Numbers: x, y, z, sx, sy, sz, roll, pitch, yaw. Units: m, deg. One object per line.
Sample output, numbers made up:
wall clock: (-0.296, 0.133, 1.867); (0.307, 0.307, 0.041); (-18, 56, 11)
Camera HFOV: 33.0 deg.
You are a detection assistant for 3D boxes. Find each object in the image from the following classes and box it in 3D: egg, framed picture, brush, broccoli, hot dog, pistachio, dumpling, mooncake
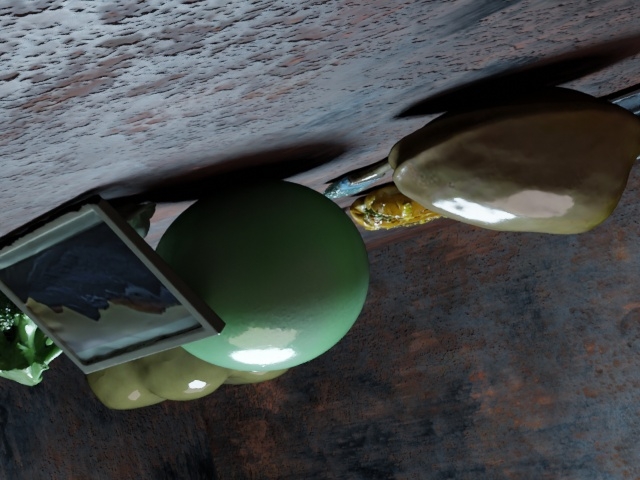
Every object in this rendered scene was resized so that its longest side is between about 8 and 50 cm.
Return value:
egg: (-0.069, 0.039, 1.238); (0.269, 0.220, 0.220); (-1, 167, -41)
framed picture: (-0.244, 0.055, 1.154); (0.265, 0.192, 0.018); (-20, -152, 45)
brush: (0.076, -0.091, 1.418); (0.070, 0.021, 0.196); (-15, 176, -35)
broccoli: (-0.373, 0.095, 1.360); (0.195, 0.156, 0.195); (13, 161, 5)
hot dog: (0.175, -0.070, 1.758); (0.269, 0.072, 0.115); (-13, 167, -28)
pistachio: (0.207, -0.087, 1.127); (0.260, 0.163, 0.213); (2, 147, -29)
dumpling: (-0.201, -0.023, 1.162); (0.059, 0.043, 0.077); (-35, 154, 17)
mooncake: (-0.273, 0.192, 2.217); (0.467, 0.262, 0.467); (-14, 177, -1)

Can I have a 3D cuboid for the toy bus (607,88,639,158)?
toy bus: (0.444, -0.157, 1.401); (0.342, 0.097, 0.138); (-18, 177, 33)
